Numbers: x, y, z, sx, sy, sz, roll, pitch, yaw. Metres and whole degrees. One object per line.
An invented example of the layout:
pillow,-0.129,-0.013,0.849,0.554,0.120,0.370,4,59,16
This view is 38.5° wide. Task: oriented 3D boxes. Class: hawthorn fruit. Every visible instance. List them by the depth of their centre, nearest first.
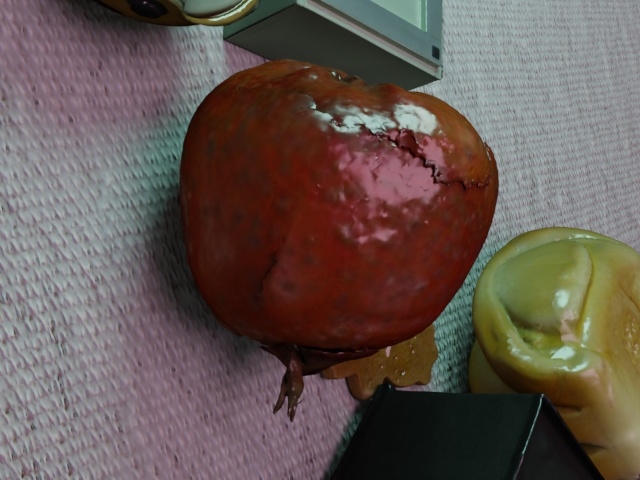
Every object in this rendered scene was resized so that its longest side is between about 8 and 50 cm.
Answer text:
hawthorn fruit,0.000,0.000,0.790,0.276,0.276,0.308,22,84,-41

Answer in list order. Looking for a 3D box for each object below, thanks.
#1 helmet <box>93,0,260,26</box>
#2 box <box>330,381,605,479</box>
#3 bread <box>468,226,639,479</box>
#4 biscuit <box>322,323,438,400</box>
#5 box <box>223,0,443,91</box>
helmet,-0.156,-0.275,0.774,0.224,0.130,0.199,38,59,-46
box,0.170,0.342,0.893,0.345,0.204,0.251,50,55,-26
bread,0.287,0.132,1.088,0.270,0.211,0.316,54,40,-12
biscuit,0.061,0.099,0.979,0.184,0.027,0.134,-5,90,-46
box,0.026,-0.294,0.972,0.225,0.117,0.225,15,70,-43
